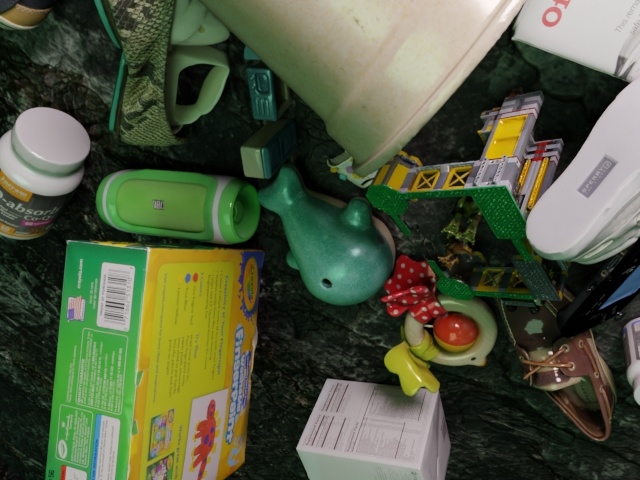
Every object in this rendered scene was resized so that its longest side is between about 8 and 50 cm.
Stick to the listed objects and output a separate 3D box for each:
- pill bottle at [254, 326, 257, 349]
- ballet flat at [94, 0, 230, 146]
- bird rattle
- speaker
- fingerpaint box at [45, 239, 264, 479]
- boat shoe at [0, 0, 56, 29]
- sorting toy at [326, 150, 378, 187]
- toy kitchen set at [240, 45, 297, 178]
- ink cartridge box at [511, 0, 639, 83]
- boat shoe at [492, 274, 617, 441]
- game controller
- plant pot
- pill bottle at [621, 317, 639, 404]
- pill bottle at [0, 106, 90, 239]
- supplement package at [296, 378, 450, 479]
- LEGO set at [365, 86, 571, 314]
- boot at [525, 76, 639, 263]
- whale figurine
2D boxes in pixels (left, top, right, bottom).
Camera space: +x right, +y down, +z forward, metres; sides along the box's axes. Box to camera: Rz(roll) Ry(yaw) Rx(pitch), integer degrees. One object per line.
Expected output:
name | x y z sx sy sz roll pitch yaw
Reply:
pill bottle | -0.266 0.214 1.194 0.230 0.131 0.131 0 124 25
ballet flat | -0.215 -0.280 0.742 0.182 0.163 0.483 7 158 -14
bird rattle | 0.215 0.148 0.962 0.207 0.143 0.253 4 113 9
speaker | -0.269 -0.066 0.995 0.297 0.131 0.131 6 126 21
fingerpaint box | -0.268 0.226 0.927 0.163 0.371 0.443 6 91 20
boat shoe | -0.535 -0.554 0.730 0.156 0.186 0.499 -13 123 26
sorting toy | 0.063 -0.117 0.866 0.083 0.044 0.075 -26 129 37
toy kitchen set | -0.029 -0.204 0.784 0.166 0.122 0.207 9 127 19
ink cartridge box | 0.391 -0.273 0.532 0.308 0.129 0.223 24 132 6
boat shoe | 0.397 0.199 0.881 0.123 0.123 0.341 -22 113 35
game controller | 0.442 0.016 0.710 0.067 0.167 0.319 45 137 28
plant pot | 0.019 -0.289 0.542 0.306 0.333 0.334 35 131 -9
pill bottle | 0.513 0.189 0.811 0.078 0.137 0.078 13 128 16
pill bottle | -0.581 -0.131 1.068 0.162 0.162 0.278 44 130 -10
supplement package | 0.124 0.448 1.142 0.263 0.198 0.199 -1 124 25
LEGO set | 0.242 -0.062 0.757 0.331 0.192 0.255 43 151 -27
boot | 0.348 -0.078 0.582 0.124 0.095 0.258 10 128 -41
whale figurine | 0.000 0.000 0.907 0.272 0.141 0.216 45 130 -10
